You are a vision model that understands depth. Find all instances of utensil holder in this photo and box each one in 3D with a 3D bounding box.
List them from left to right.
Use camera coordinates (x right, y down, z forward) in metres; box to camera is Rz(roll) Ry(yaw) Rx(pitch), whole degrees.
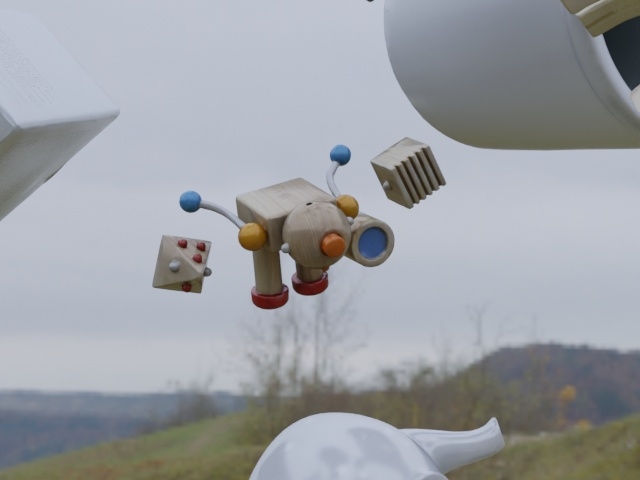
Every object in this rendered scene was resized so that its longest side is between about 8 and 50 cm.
[{"bbox_3d":[0.289,-0.253,1.456,0.328,0.327,0.385,5,0,-29],"label":"utensil holder"}]

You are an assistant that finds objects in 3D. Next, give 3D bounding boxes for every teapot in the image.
[{"bbox_3d":[0.049,0.289,1.265,0.187,0.256,0.252,6,0,33],"label":"teapot"}]

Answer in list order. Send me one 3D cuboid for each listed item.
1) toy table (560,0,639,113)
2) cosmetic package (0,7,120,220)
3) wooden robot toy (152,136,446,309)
[{"bbox_3d":[0.266,-0.167,0.932,0.161,0.252,0.274,-36,21,15],"label":"toy table"},{"bbox_3d":[-0.373,-0.108,1.354,0.230,0.161,0.453,-40,3,6],"label":"cosmetic package"},{"bbox_3d":[0.000,0.000,0.721,0.173,0.076,0.079,-19,21,-22],"label":"wooden robot toy"}]
